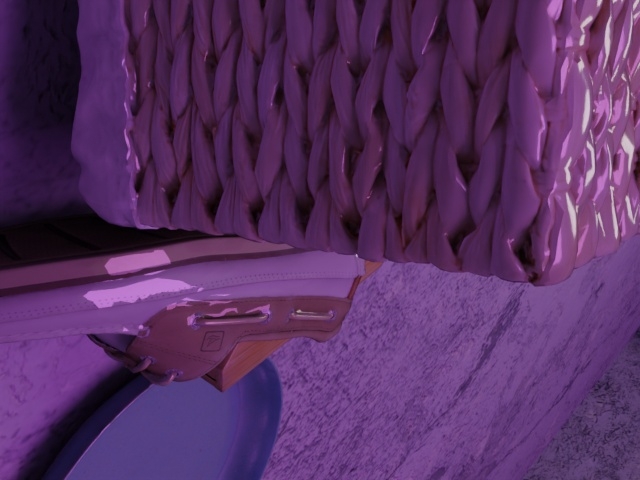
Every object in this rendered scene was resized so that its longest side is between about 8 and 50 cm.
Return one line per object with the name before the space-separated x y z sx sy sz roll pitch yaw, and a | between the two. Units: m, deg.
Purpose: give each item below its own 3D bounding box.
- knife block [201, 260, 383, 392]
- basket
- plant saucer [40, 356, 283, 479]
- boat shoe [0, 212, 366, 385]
knife block | 0.000 0.000 0.790 0.276 0.088 0.242 -61 152 -1
basket | 0.074 -0.166 0.493 0.328 0.266 0.332 -16 115 -52
plant saucer | -0.150 0.223 0.795 0.317 0.043 0.318 -41 148 -34
boat shoe | -0.094 0.036 0.562 0.302 0.113 0.103 -8 108 -33
